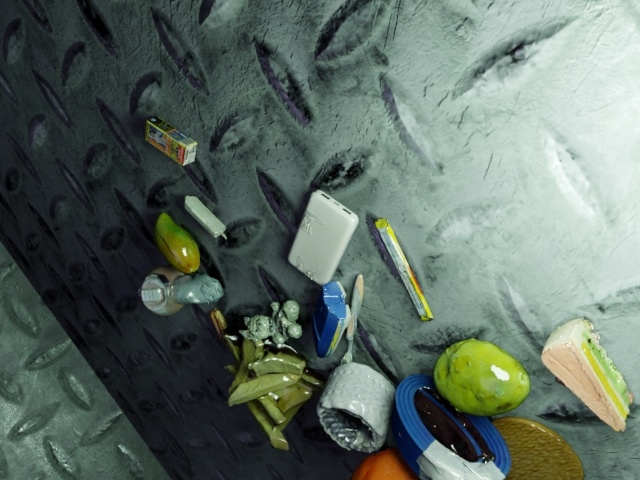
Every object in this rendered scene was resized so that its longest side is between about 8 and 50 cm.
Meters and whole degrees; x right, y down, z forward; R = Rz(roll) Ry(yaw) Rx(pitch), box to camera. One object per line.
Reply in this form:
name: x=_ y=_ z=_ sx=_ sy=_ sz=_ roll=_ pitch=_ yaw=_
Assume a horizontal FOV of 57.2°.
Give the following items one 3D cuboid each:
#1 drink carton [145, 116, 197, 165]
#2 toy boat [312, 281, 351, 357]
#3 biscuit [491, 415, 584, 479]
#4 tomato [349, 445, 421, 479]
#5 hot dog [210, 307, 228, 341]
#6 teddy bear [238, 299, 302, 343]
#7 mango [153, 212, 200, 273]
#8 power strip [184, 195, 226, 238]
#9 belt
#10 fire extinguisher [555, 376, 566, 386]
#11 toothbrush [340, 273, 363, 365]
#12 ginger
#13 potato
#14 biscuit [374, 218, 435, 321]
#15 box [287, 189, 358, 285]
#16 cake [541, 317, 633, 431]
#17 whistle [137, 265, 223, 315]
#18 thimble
drink carton: x=-0.447 y=-0.297 z=1.753 sx=0.166 sy=0.056 sz=0.071 roll=35 pitch=128 yaw=18
toy boat: x=0.023 y=0.250 z=1.685 sx=0.295 sy=0.088 sz=0.129 roll=106 pitch=157 yaw=-47
biscuit: x=0.531 y=0.545 z=1.482 sx=0.262 sy=0.037 sz=0.262 roll=23 pitch=131 yaw=29
tomato: x=0.235 y=0.740 z=1.659 sx=0.342 sy=0.272 sz=0.341 roll=-2 pitch=141 yaw=-2
hot dog: x=-0.355 y=0.305 z=2.112 sx=0.056 sy=0.041 sz=0.133 roll=-10 pitch=104 yaw=45
teddy bear: x=-0.136 y=0.262 z=1.831 sx=0.213 sy=0.111 sz=0.133 roll=-15 pitch=63 yaw=28
mango: x=-0.485 y=0.007 z=1.964 sx=0.125 sy=0.111 sz=0.232 roll=-38 pitch=78 yaw=35
power strip: x=-0.359 y=-0.070 z=1.839 sx=0.191 sy=0.047 sz=0.030 roll=44 pitch=143 yaw=10
belt: x=0.316 y=0.499 z=1.487 sx=0.347 sy=0.212 sz=0.117 roll=46 pitch=143 yaw=41
fire extinguisher: x=0.574 y=0.314 z=1.293 sx=0.100 sy=0.032 sz=0.046 roll=23 pitch=97 yaw=29
toothbrush: x=0.090 y=0.240 z=1.668 sx=0.028 sy=0.037 sz=0.375 roll=25 pitch=129 yaw=24
ginger: x=-0.187 y=0.483 z=1.930 sx=0.358 sy=0.211 sz=0.413 roll=-18 pitch=113 yaw=44
potato: x=0.375 y=0.322 z=1.387 sx=0.253 sy=0.149 sz=0.186 roll=-6 pitch=98 yaw=53
biscuit: x=0.207 y=0.077 z=1.451 sx=0.048 sy=0.026 sz=0.291 roll=-12 pitch=109 yaw=50
box: x=0.000 y=0.000 z=1.570 sx=0.142 sy=0.044 sz=0.285 roll=37 pitch=136 yaw=13
cake: x=0.553 y=0.278 z=1.219 sx=0.090 sy=0.109 sz=0.225 roll=-31 pitch=95 yaw=48
whistle: x=-0.490 y=0.173 z=2.077 sx=0.348 sy=0.189 sz=0.189 roll=-4 pitch=117 yaw=19
thimble: x=0.106 y=0.490 z=1.706 sx=0.217 sy=0.157 sz=0.245 roll=5 pitch=131 yaw=28
